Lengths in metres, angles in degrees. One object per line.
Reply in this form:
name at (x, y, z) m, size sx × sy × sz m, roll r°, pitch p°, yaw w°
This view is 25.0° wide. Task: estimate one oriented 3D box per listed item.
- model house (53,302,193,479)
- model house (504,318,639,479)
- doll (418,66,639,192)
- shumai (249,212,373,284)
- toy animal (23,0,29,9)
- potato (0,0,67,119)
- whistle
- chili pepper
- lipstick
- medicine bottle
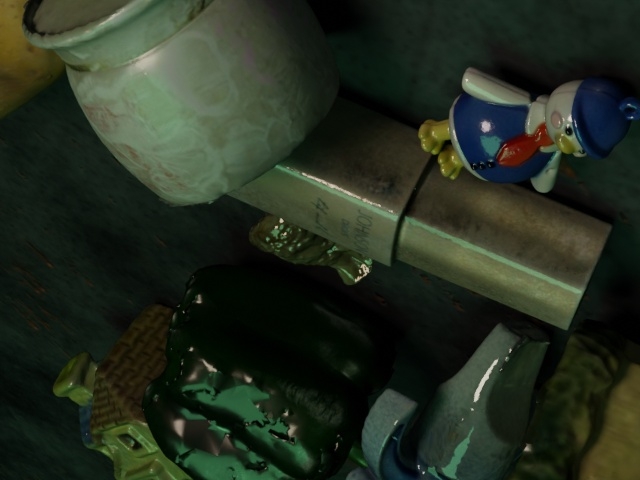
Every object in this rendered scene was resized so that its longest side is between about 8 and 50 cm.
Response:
model house at (-0.158, 0.179, 1.360) m, size 0.189 × 0.195 × 0.214 m, roll 48°, pitch 145°, yaw -15°
model house at (0.248, 0.239, 0.995) m, size 0.266 × 0.261 × 0.321 m, roll 19°, pitch 156°, yaw 14°
doll at (0.124, -0.066, 0.834) m, size 0.143 × 0.058 × 0.099 m, roll -8°, pitch 133°, yaw 41°
shumai at (0.000, 0.000, 1.021) m, size 0.083 × 0.082 × 0.080 m, roll -38°, pitch 92°, yaw 30°
toy animal at (-0.212, -0.252, 0.821) m, size 0.070 × 0.079 × 0.253 m, roll 33°, pitch 159°, yaw 46°
potato at (-0.257, -0.152, 0.964) m, size 0.234 × 0.146 × 0.150 m, roll -20°, pitch 168°, yaw 39°
whistle at (0.091, 0.171, 1.088) m, size 0.180 × 0.269 × 0.093 m, roll 7°, pitch -152°, yaw -44°
chili pepper at (-0.010, 0.129, 1.160) m, size 0.261 × 0.174 × 0.165 m, roll 27°, pitch 128°, yaw -5°
lipstick at (0.058, -0.025, 0.931) m, size 0.252 × 0.077 × 0.079 m, roll 24°, pitch 151°, yaw 12°
medicine bottle at (-0.080, -0.116, 0.843) m, size 0.147 × 0.147 × 0.143 m, roll -1°, pitch 135°, yaw 44°
